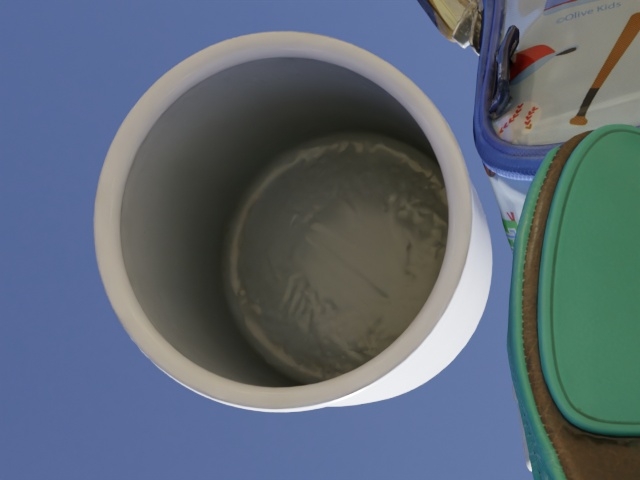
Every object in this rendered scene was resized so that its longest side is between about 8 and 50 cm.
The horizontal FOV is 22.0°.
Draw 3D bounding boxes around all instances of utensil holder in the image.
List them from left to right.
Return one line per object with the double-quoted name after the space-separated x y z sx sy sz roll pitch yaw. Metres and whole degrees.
0.000 0.000 1.571 0.328 0.327 0.385 39 -177 12 "utensil holder"

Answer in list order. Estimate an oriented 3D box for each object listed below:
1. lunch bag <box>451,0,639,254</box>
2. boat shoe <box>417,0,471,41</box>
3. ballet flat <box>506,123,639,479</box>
0.211 -0.096 0.757 0.303 0.115 0.243 -10 -141 20 "lunch bag"
0.100 -0.247 1.506 0.135 0.045 0.050 55 172 -13 "boat shoe"
0.099 0.081 0.541 0.083 0.087 0.247 4 -122 -18 "ballet flat"
